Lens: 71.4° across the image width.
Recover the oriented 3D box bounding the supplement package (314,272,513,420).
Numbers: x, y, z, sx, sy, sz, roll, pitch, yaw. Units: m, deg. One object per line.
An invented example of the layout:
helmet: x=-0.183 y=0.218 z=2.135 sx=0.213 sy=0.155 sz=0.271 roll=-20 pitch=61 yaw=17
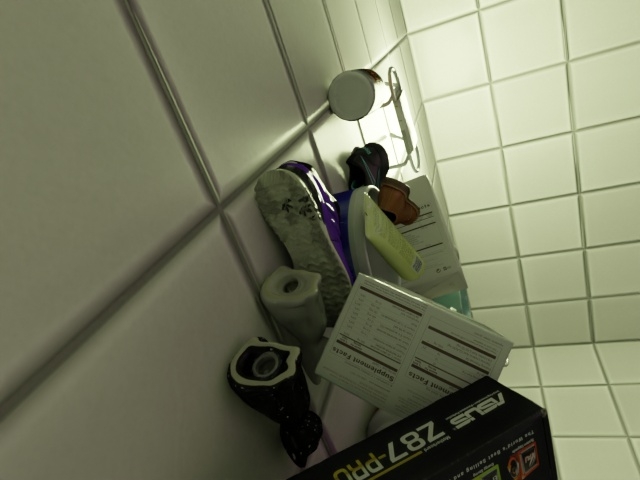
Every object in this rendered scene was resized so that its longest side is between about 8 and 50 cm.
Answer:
supplement package: x=0.137 y=0.157 z=0.660 sx=0.145 sy=0.204 sz=0.262 roll=-66 pitch=165 yaw=0

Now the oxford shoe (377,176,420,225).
oxford shoe: x=0.157 y=-0.063 z=0.944 sx=0.076 sy=0.076 sz=0.212 roll=-65 pitch=154 yaw=-4

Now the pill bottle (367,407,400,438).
pill bottle: x=0.179 y=0.403 z=0.961 sx=0.246 sy=0.136 sz=0.136 roll=-15 pitch=95 yaw=-68

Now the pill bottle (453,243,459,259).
pill bottle: x=0.418 y=0.048 z=1.655 sx=0.283 sy=0.160 sz=0.160 roll=22 pitch=61 yaw=-65

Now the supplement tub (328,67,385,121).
supplement tub: x=0.097 y=-0.367 z=1.113 sx=0.190 sy=0.117 sz=0.117 roll=-52 pitch=129 yaw=-61

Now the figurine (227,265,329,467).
figurine: x=-0.032 y=0.176 z=0.636 sx=0.215 sy=0.092 sz=0.209 roll=-74 pitch=154 yaw=-49

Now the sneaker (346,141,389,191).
sneaker: x=0.117 y=-0.107 z=1.119 sx=0.106 sy=0.101 sz=0.267 roll=-28 pitch=118 yaw=-35

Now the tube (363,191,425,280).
tube: x=0.134 y=0.005 z=0.860 sx=0.070 sy=0.062 sz=0.240 roll=41 pitch=0 yaw=41

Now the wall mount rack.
wall mount rack: x=0.233 y=-0.393 z=1.455 sx=0.350 sy=0.130 sz=0.304 roll=67 pitch=29 yaw=-29

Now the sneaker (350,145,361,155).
sneaker: x=0.111 y=-0.191 z=1.169 sx=0.067 sy=0.042 sz=0.118 roll=-2 pitch=75 yaw=-72

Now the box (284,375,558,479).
box: x=0.066 y=0.361 z=0.438 sx=0.097 sy=0.395 sz=0.318 roll=20 pitch=-54 yaw=66

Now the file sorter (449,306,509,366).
file sorter: x=0.376 y=0.372 z=1.240 sx=0.193 sy=0.173 sz=0.277 roll=-37 pitch=150 yaw=-65

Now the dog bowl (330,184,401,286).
dog bowl: x=0.085 y=0.024 z=0.936 sx=0.265 sy=0.104 sz=0.265 roll=-10 pitch=90 yaw=-67

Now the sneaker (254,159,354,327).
sneaker: x=0.001 y=0.000 z=0.746 sx=0.146 sy=0.102 sz=0.293 roll=-58 pitch=133 yaw=-60

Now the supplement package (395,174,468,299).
supplement package: x=0.269 y=0.003 z=1.237 sx=0.177 sy=0.175 sz=0.293 roll=40 pitch=34 yaw=-57

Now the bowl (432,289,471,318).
bowl: x=0.470 y=0.272 z=1.684 sx=0.311 sy=0.163 sz=0.311 roll=-9 pitch=90 yaw=-67
